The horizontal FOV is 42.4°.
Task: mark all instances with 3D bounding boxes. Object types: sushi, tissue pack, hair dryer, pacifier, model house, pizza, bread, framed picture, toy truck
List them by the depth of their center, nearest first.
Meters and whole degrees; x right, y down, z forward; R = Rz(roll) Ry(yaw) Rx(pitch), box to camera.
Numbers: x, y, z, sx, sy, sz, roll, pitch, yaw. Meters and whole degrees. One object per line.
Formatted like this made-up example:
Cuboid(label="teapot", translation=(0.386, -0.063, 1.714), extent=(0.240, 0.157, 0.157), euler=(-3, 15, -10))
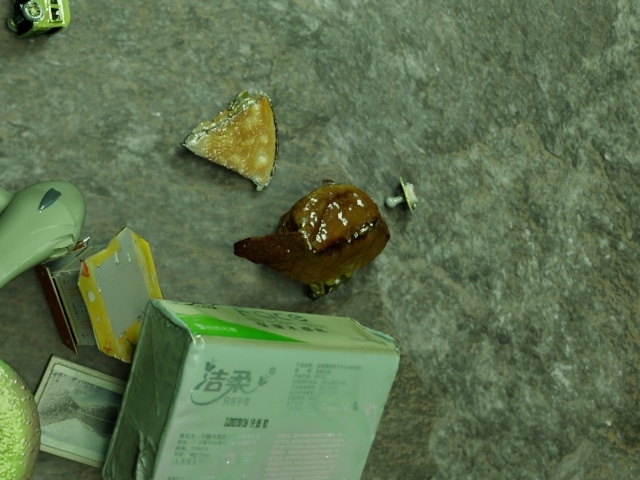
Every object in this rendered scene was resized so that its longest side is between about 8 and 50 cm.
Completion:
Cuboid(label="hair dryer", translation=(-0.486, -0.027, 1.171), extent=(0.298, 0.296, 0.119), euler=(20, 116, -24))
Cuboid(label="bread", translation=(-0.567, 0.295, 1.233), extent=(0.302, 0.045, 0.301), euler=(1, 87, -26))
Cuboid(label="toy truck", translation=(-0.443, -0.408, 1.305), extent=(0.100, 0.077, 0.168), euler=(-10, 91, -43))
Cuboid(label="model house", translation=(-0.365, 0.101, 1.330), extent=(0.207, 0.136, 0.219), euler=(-57, 139, -60))
Cuboid(label="tissue pack", translation=(-0.112, 0.279, 1.353), extent=(0.405, 0.205, 0.331), euler=(10, 101, -35))
Cuboid(label="framed picture", translation=(-0.379, 0.292, 1.362), extent=(0.203, 0.015, 0.150), euler=(28, 76, -26))
Cuboid(label="pizza", translation=(-0.163, -0.177, 1.471), extent=(0.195, 0.052, 0.185), euler=(-7, 100, -34))
Cuboid(label="sushi", translation=(0.003, 0.000, 1.514), extent=(0.296, 0.179, 0.166), euler=(-31, 81, -42))
Cuboid(label="pacifier", translation=(0.162, -0.084, 1.660), extent=(0.064, 0.068, 0.083), euler=(-18, 79, 5))

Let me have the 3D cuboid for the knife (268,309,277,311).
Cuboid(label="knife", translation=(-0.102, 0.185, 1.519), extent=(0.031, 0.018, 0.121), euler=(17, 83, -26))
